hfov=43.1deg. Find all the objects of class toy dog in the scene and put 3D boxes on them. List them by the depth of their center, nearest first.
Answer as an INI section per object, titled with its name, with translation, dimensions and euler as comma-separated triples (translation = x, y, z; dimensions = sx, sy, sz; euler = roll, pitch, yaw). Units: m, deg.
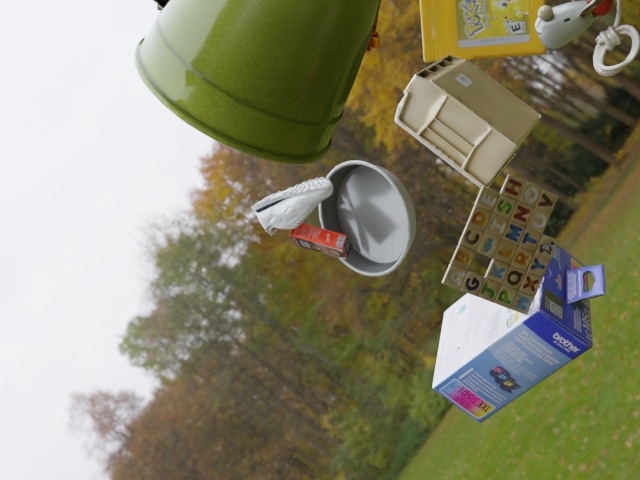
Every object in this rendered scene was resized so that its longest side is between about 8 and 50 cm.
[toy dog]
translation = 0.504, -0.466, 1.370
dimensions = 0.161, 0.220, 0.333
euler = 30, -74, -40

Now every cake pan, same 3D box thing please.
[cake pan]
translation = 0.118, -0.057, 1.993
dimensions = 0.054, 0.293, 0.293
euler = -20, -33, -43

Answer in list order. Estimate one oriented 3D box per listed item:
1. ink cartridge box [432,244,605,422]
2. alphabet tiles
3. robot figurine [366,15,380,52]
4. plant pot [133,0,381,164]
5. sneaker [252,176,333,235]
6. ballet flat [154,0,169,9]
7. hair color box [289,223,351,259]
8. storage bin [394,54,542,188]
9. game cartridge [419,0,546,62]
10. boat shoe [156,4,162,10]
[ink cartridge box]
translation = 0.431, 0.172, 1.743
dimensions = 0.395, 0.151, 0.270
euler = -48, 13, 37
[alphabet tiles]
translation = 0.359, 0.004, 1.541
dimensions = 0.237, 0.198, 0.009
euler = -68, 19, 4
[robot figurine]
translation = 0.089, -0.540, 1.686
dimensions = 0.211, 0.085, 0.290
euler = 80, -167, -56
[plant pot]
translation = -0.059, -0.372, 1.298
dimensions = 0.353, 0.366, 0.366
euler = -56, -12, 30
[sneaker]
translation = -0.055, -0.083, 1.959
dimensions = 0.235, 0.094, 0.090
euler = -17, 11, 39
[ballet flat]
translation = -0.291, -0.454, 1.489
dimensions = 0.057, 0.173, 0.049
euler = -49, 12, 20
[hair color box]
translation = 0.000, 0.000, 2.019
dimensions = 0.072, 0.141, 0.043
euler = 61, -134, -66
[storage bin]
translation = 0.321, -0.268, 1.761
dimensions = 0.123, 0.260, 0.262
euler = -56, -9, 33
[game cartridge]
translation = 0.422, -0.617, 2.117
dimensions = 0.052, 0.324, 0.285
euler = -57, -38, -63
[boat shoe]
translation = -0.415, -0.678, 2.247
dimensions = 0.153, 0.048, 0.056
euler = -76, -3, -54
